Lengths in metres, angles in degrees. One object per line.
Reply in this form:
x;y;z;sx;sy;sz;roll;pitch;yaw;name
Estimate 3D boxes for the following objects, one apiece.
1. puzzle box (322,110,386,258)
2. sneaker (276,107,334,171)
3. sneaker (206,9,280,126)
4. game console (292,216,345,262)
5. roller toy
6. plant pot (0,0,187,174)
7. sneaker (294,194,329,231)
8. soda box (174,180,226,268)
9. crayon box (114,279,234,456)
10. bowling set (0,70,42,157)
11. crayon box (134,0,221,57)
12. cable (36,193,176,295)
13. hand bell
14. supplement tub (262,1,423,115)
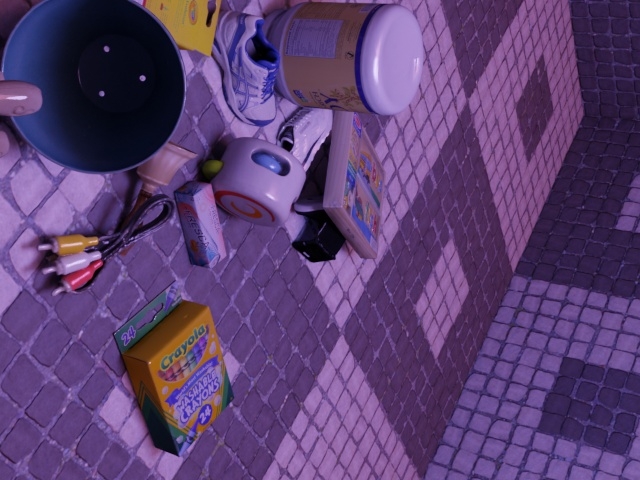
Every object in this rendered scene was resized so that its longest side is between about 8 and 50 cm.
0.098;-0.140;2.231;0.409;0.052;0.272;50;44;-65;puzzle box
-0.043;-0.270;2.068;0.095;0.090;0.235;42;62;-42;sneaker
-0.142;-0.359;1.836;0.112;0.131;0.296;-60;145;-30;sneaker
0.000;0.000;2.217;0.122;0.107;0.071;43;44;-53;game console
-0.134;-0.131;1.860;0.209;0.191;0.146;49;58;-52;roller toy
-0.360;-0.273;1.426;0.195;0.290;0.290;-96;-173;-73;plant pot
0.007;-0.054;2.215;0.217;0.079;0.121;-17;115;-54;sneaker
-0.257;-0.034;1.825;0.063;0.058;0.183;-42;132;-44;soda box
-0.306;0.277;1.825;0.203;0.083;0.323;-45;134;-42;crayon box
-0.557;-0.193;1.239;0.154;0.200;0.287;-8;149;-52;bowling set
-0.311;-0.480;1.575;0.318;0.081;0.202;13;89;-58;crayon box
-0.383;0.016;1.571;0.287;0.072;0.140;-24;125;-29;cable
-0.345;-0.084;1.658;0.126;0.126;0.242;16;99;-58;hand bell
0.039;-0.414;1.912;0.241;0.331;0.241;-23;119;-53;supplement tub
